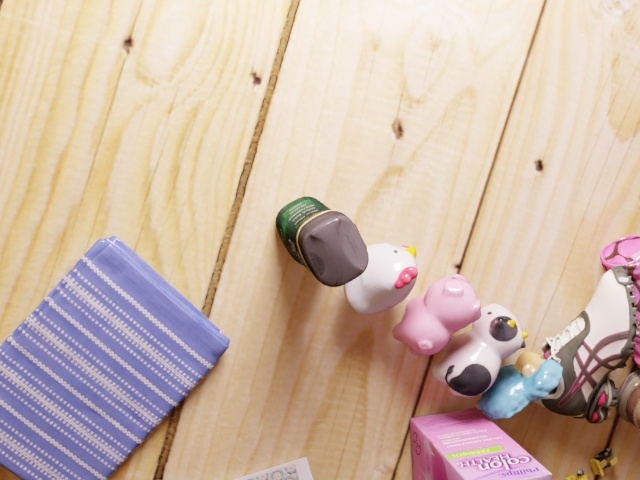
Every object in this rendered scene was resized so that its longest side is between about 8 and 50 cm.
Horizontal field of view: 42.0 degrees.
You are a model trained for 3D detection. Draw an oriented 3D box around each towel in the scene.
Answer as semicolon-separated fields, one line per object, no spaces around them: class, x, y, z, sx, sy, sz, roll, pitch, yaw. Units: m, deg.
towel;-0.318;0.185;1.149;0.336;0.040;0.243;-46;109;-1

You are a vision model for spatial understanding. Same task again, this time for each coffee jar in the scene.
coffee jar;0.000;0.000;1.116;0.079;0.184;0.096;-30;105;-8

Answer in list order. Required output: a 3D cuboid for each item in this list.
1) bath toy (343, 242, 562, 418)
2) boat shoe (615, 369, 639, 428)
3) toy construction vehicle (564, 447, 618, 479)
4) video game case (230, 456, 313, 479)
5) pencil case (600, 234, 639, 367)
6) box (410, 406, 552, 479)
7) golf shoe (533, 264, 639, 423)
bath toy;0.193;0.119;1.218;0.348;0.129;0.151;38;65;-18
boat shoe;0.651;0.273;1.368;0.324;0.116;0.123;-6;109;-12
toy construction vehicle;0.463;0.407;1.391;0.098;0.035;0.086;-25;105;-9
video game case;-0.074;0.411;1.223;0.157;0.019;0.143;-14;74;-12
pencil case;0.513;0.100;1.315;0.095;0.098;0.209;-22;103;8
box;0.228;0.394;1.218;0.117;0.243;0.213;-6;102;-14
golf shoe;0.406;0.162;1.273;0.120;0.105;0.273;7;116;1
